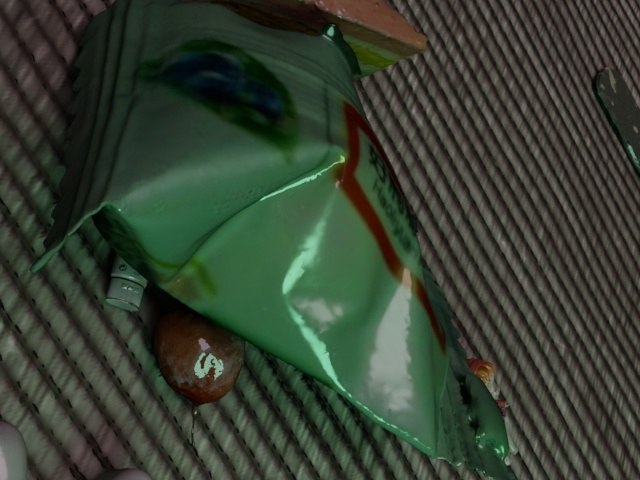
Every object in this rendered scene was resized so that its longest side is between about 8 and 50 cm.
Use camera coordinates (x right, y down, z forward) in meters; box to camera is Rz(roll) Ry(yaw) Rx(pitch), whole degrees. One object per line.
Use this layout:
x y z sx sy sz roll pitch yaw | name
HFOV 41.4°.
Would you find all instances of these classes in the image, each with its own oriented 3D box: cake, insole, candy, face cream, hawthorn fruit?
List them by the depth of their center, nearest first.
-0.091 0.099 0.611 0.067 0.067 0.103 10 85 -35 | hawthorn fruit
-0.005 0.004 0.624 0.398 0.172 0.263 42 33 -31 | candy
-0.132 -0.005 0.628 0.038 0.020 0.115 26 61 -31 | face cream
-0.029 -0.183 0.697 0.225 0.109 0.090 32 60 -26 | cake
0.415 -0.111 1.077 0.081 0.011 0.248 -45 106 -37 | insole

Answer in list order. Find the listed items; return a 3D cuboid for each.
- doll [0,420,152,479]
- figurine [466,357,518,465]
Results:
-0.191 0.197 0.508 0.161 0.059 0.160 28 61 -29 | doll
0.153 0.160 0.787 0.064 0.047 0.109 -43 114 -44 | figurine
